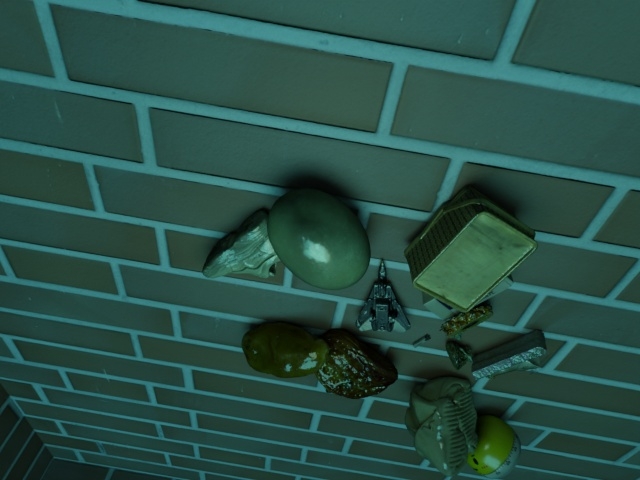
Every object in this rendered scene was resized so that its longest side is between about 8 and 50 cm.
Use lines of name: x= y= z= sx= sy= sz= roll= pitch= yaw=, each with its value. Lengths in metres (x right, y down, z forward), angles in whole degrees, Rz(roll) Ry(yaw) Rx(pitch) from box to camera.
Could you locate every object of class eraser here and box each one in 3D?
eraser: x=0.489 y=0.158 z=1.415 sx=0.124 sy=0.081 sz=0.279 roll=35 pitch=126 yaw=-22

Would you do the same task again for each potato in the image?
potato: x=-0.139 y=0.435 z=1.660 sx=0.369 sy=0.195 sz=0.176 roll=2 pitch=137 yaw=25

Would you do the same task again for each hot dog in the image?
hot dog: x=0.142 y=0.524 z=1.719 sx=0.388 sy=0.174 sz=0.267 roll=38 pitch=123 yaw=-21

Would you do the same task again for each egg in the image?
egg: x=0.000 y=0.000 z=1.237 sx=0.352 sy=0.258 sz=0.258 roll=41 pitch=124 yaw=-19

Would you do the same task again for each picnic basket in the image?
picnic basket: x=0.429 y=0.021 z=1.230 sx=0.228 sy=0.175 sz=0.313 roll=28 pitch=119 yaw=-16

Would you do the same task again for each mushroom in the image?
mushroom: x=0.748 y=0.492 z=1.666 sx=0.223 sy=0.092 sz=0.081 roll=-33 pitch=83 yaw=40

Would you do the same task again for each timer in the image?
timer: x=0.740 y=0.913 z=1.930 sx=0.285 sy=0.285 sz=0.285 roll=4 pitch=131 yaw=5

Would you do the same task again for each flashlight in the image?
flashlight: x=0.405 y=0.403 z=1.679 sx=0.018 sy=0.018 sz=0.083 roll=33 pitch=127 yaw=-17

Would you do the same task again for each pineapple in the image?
pineapple: x=0.523 y=0.290 z=1.491 sx=0.221 sy=0.047 sz=0.221 roll=-18 pitch=153 yaw=-9

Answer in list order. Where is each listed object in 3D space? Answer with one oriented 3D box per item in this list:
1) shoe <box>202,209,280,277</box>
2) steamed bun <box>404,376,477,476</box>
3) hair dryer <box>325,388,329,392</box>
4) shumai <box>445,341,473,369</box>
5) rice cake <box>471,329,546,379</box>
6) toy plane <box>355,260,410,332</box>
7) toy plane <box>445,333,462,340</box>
shoe: x=-0.239 y=0.066 z=1.409 sx=0.342 sy=0.132 sz=0.210 roll=-34 pitch=116 yaw=27
steamed bun: x=0.502 y=0.767 z=1.794 sx=0.255 sy=0.367 sz=0.343 roll=-7 pitch=173 yaw=43
hair dryer: x=0.053 y=0.678 z=1.966 sx=0.079 sy=0.031 sz=0.083 roll=-19 pitch=118 yaw=10
shumai: x=0.554 y=0.448 z=1.657 sx=0.087 sy=0.099 sz=0.123 roll=-22 pitch=128 yaw=4
rice cake: x=0.715 y=0.437 z=1.607 sx=0.050 sy=0.106 sz=0.298 roll=48 pitch=124 yaw=-8
toy plane: x=0.221 y=0.212 z=1.486 sx=0.204 sy=0.103 sz=0.316 roll=0 pitch=131 yaw=9
toy plane: x=0.527 y=0.363 z=1.618 sx=0.080 sy=0.033 sz=0.083 roll=-29 pitch=123 yaw=11
